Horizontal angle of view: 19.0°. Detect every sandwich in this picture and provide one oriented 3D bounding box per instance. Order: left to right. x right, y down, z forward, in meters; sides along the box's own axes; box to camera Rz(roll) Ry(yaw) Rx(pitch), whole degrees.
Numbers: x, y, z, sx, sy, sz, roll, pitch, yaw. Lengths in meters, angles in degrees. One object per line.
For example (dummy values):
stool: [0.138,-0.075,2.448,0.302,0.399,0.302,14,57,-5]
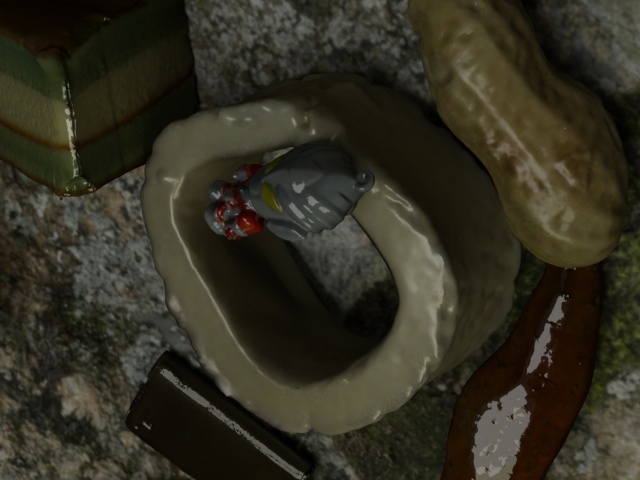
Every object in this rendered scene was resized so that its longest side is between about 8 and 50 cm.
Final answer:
sandwich: [-0.256,-0.144,1.787,0.198,0.227,0.155,3,113,25]

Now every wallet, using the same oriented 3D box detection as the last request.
wallet: [-0.107,0.211,1.994,0.198,0.031,0.110,37,124,8]

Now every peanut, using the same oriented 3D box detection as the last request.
peanut: [0.174,-0.110,1.652,0.130,0.130,0.290,-31,97,33]

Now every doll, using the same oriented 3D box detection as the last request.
doll: [-0.030,-0.038,1.622,0.180,0.094,0.079,-9,149,40]

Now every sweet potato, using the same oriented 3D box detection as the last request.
sweet potato: [0.186,0.153,1.777,0.112,0.112,0.359,31,103,10]

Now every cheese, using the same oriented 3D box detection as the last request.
cheese: [0.003,-0.002,1.749,0.292,0.153,0.332,-40,83,35]

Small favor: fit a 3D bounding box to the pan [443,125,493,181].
pan: [0.126,-0.096,1.743,0.068,0.023,0.115,-6,110,30]
